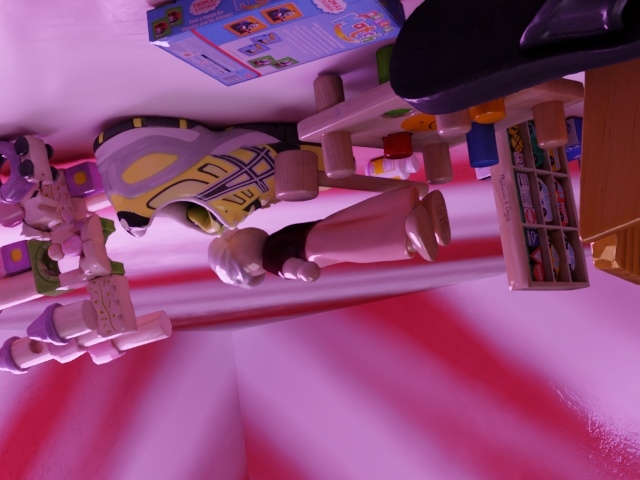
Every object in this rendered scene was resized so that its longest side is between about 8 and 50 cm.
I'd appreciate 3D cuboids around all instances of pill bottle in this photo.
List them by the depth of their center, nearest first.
[{"bbox_3d":[0.118,-0.117,1.554,0.083,0.043,0.043,-13,168,29],"label":"pill bottle"}]

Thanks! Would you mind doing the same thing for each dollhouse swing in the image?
[{"bbox_3d":[0.455,-0.116,0.953,0.304,0.315,0.346,1,173,28],"label":"dollhouse swing"}]

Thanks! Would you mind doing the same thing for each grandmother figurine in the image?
[{"bbox_3d":[0.000,0.000,1.295,0.342,0.104,0.208,-10,-174,26],"label":"grandmother figurine"}]

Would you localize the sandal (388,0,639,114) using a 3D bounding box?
[{"bbox_3d":[0.217,-0.224,0.778,0.445,0.168,0.107,-21,141,40],"label":"sandal"}]

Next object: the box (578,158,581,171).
[{"bbox_3d":[0.507,-0.148,1.745,0.067,0.018,0.083,-10,169,14],"label":"box"}]

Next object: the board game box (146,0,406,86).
[{"bbox_3d":[-0.038,-0.215,0.939,0.211,0.039,0.160,-12,169,21],"label":"board game box"}]

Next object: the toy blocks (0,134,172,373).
[{"bbox_3d":[-0.409,0.041,1.333,0.260,0.289,0.309,-16,171,14],"label":"toy blocks"}]

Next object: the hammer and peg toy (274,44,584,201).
[{"bbox_3d":[0.112,-0.146,1.184,0.265,0.127,0.361,0,168,-41],"label":"hammer and peg toy"}]

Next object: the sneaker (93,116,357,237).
[{"bbox_3d":[-0.121,-0.077,1.315,0.384,0.147,0.145,-3,167,-29],"label":"sneaker"}]

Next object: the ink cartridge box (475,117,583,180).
[{"bbox_3d":[0.363,-0.147,1.573,0.097,0.046,0.207,0,167,-42],"label":"ink cartridge box"}]

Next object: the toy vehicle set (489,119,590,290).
[{"bbox_3d":[0.321,-0.058,1.417,0.166,0.267,0.035,1,167,-45],"label":"toy vehicle set"}]
